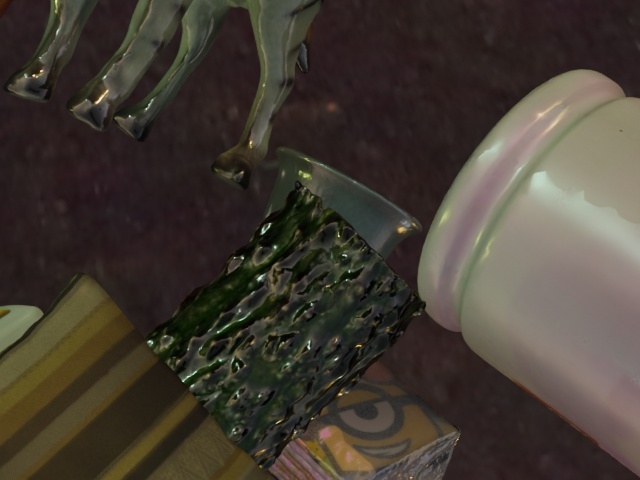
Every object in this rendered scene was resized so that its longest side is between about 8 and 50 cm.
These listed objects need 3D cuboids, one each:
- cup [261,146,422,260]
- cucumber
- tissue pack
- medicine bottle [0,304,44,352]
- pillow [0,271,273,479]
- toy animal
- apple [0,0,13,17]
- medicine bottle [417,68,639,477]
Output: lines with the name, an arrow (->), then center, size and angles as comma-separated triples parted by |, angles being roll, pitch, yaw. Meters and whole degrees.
cup -> 0.000, 0.000, 2.148 | 0.199, 0.199, 0.150 | 32, 86, -28
cucumber -> -0.100, 0.128, 0.878 | 0.359, 0.096, 0.096 | -46, 122, -3
tissue pack -> 0.007, 0.125, 1.259 | 0.108, 0.148, 0.060 | -22, 142, -39
medicine bottle -> -0.281, 0.128, 1.227 | 0.121, 0.229, 0.083 | -27, 97, 39
pillow -> -0.072, 0.137, 0.598 | 0.212, 0.208, 0.052 | 49, 134, -1
toy animal -> -0.065, -0.119, 0.747 | 0.170, 0.089, 0.255 | -55, 156, -13
apple -> -0.227, -0.177, 0.947 | 0.160, 0.173, 0.195 | 2, 126, -7
medicine bottle -> 0.238, 0.053, 1.139 | 0.202, 0.316, 0.202 | -39, 152, -26
